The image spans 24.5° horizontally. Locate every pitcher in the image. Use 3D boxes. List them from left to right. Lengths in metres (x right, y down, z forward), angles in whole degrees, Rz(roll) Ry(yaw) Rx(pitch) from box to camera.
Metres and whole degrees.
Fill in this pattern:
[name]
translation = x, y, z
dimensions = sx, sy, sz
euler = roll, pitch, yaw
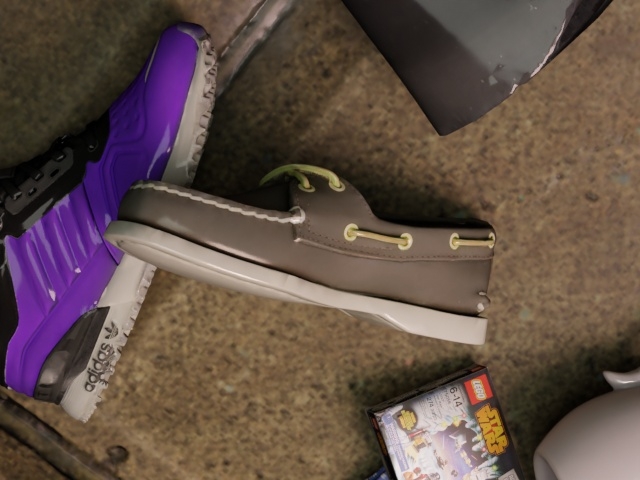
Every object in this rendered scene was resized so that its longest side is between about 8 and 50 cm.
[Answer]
[pitcher]
translation = 0.255, 0.132, 1.057
dimensions = 0.207, 0.125, 0.177
euler = -18, 83, -7

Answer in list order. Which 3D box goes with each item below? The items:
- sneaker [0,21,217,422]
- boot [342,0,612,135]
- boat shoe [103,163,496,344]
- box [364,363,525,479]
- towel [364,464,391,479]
[sneaker]
translation = -0.172, -0.025, 1.004
dimensions = 0.146, 0.102, 0.293
euler = 22, 103, -6
[boot]
translation = -0.041, -0.242, 0.943
dimensions = 0.367, 0.146, 0.445
euler = -41, 106, 10
[boat shoe]
translation = -0.003, -0.001, 0.970
dimensions = 0.305, 0.109, 0.091
euler = 16, 87, -37
[box]
translation = 0.099, 0.171, 1.078
dimensions = 0.094, 0.027, 0.137
euler = -21, 97, -15
[towel]
translation = 0.032, 0.353, 1.139
dimensions = 0.243, 0.040, 0.336
euler = 40, 100, -11
